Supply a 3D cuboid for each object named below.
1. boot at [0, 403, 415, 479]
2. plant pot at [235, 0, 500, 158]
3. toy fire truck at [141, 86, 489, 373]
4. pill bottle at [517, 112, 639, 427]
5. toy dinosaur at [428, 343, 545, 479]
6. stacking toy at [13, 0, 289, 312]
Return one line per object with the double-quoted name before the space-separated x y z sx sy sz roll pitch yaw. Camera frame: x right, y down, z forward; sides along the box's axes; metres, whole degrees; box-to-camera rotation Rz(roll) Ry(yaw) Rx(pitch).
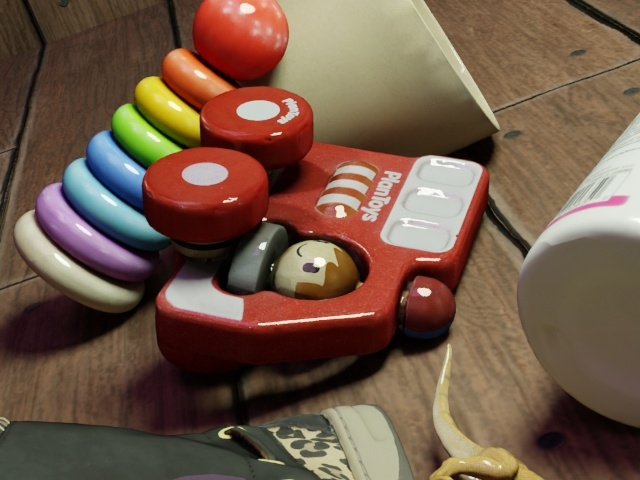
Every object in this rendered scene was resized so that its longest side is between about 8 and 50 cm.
"boot" -0.083 0.184 0.586 0.284 0.138 0.377 3 20 -6
"plant pot" 0.000 -0.147 1.244 0.274 0.256 0.256 -32 22 12
"toy fire truck" 0.000 0.000 1.022 0.254 0.169 0.302 8 33 14
"pill bottle" 0.263 -0.015 0.826 0.160 0.160 0.283 1 32 38
"toy dinosaur" 0.102 0.146 0.755 0.112 0.064 0.211 -13 27 -32
"stacking toy" -0.146 -0.096 1.140 0.330 0.141 0.141 -53 21 13
